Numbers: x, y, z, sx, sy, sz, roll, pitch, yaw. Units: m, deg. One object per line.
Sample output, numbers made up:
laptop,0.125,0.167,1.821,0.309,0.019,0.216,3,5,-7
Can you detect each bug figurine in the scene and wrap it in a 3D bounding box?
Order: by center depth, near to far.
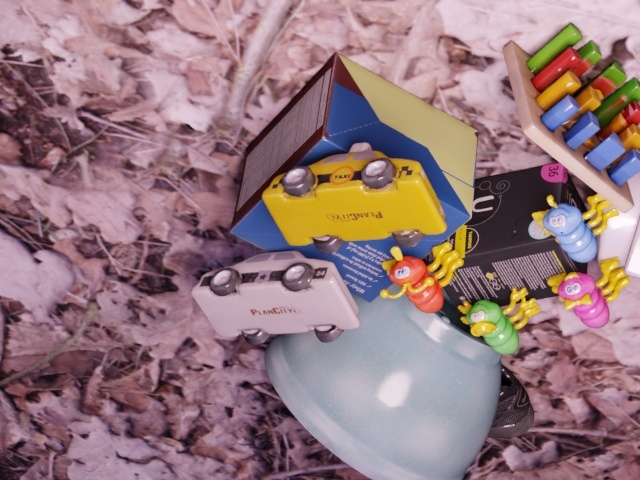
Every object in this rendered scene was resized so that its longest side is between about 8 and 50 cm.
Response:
bug figurine,0.214,0.046,1.986,0.279,0.072,0.216,-20,136,28

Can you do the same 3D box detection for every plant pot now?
plant pot,0.106,0.144,2.195,0.293,0.293,0.196,29,111,-21

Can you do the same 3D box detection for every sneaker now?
sneaker,0.160,0.209,2.384,0.227,0.087,0.130,-7,136,15

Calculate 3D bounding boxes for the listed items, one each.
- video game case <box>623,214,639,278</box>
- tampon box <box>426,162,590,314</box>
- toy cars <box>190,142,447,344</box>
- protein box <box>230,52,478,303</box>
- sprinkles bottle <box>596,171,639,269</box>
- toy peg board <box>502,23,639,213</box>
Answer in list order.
video game case,0.450,-0.039,1.947,0.193,0.212,0.023,16,-176,5
tampon box,0.219,-0.003,2.090,0.161,0.120,0.101,-12,136,24
toy cars,0.000,0.000,1.958,0.176,0.087,0.394,29,140,-9
protein box,0.038,-0.066,2.040,0.199,0.136,0.201,27,137,-20
sprinkles bottle,0.490,-0.019,2.018,0.355,0.121,0.121,3,140,7
toy peg board,0.283,-0.140,1.899,0.161,0.161,0.079,35,119,-27
